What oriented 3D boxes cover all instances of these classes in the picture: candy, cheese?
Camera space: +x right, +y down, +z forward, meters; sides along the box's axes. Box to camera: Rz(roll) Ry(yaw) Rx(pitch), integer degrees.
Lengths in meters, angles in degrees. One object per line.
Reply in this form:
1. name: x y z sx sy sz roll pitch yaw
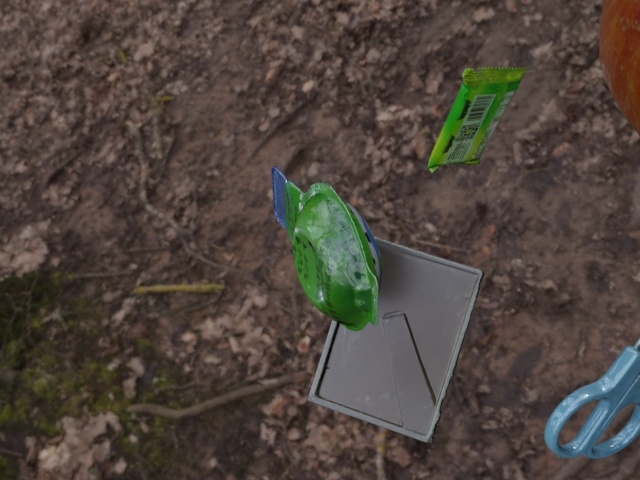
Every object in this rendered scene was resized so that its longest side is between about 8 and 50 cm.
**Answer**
1. candy: 0.215 -0.170 1.025 0.032 0.102 0.178 60 151 31
2. cheese: 0.000 0.000 0.995 0.320 0.083 0.204 -130 31 -50

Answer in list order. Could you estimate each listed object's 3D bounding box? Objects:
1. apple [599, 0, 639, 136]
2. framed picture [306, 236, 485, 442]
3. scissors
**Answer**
1. apple: 0.367 -0.164 0.535 0.309 0.250 0.277 41 77 21
2. framed picture: 0.118 0.154 1.166 0.016 0.213 0.289 -1 -72 -79
3. scissors: 0.472 0.131 1.018 0.447 0.192 0.029 -64 34 19
